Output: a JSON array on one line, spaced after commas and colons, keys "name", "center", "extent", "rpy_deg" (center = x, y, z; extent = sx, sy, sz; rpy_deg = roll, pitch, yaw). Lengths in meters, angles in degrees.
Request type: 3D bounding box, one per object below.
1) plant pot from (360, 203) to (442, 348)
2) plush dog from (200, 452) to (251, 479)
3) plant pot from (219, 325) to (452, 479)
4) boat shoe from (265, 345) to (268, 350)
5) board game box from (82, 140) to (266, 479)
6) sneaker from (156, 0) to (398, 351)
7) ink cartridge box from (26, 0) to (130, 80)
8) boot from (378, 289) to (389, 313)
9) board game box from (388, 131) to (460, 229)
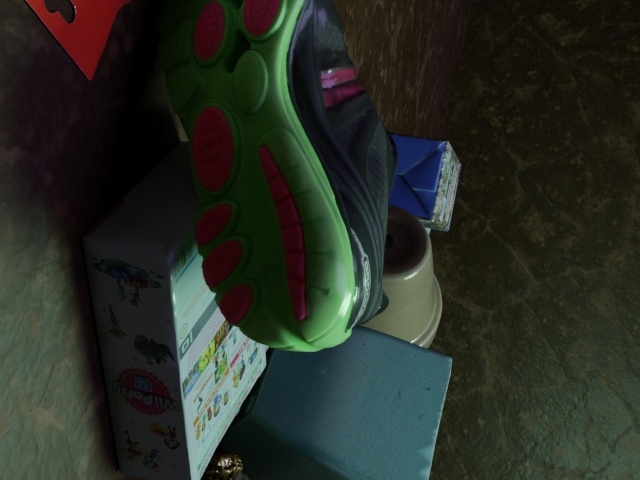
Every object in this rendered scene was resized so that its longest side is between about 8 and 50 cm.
[{"name": "plant pot", "center": [0.093, 0.060, 1.430], "extent": [0.229, 0.263, 0.263], "rpy_deg": [101, 7, -55]}, {"name": "plush dog", "center": [-0.085, 0.368, 1.070], "extent": [0.210, 0.226, 0.262], "rpy_deg": [-45, 156, -70]}, {"name": "plant pot", "center": [0.002, 0.257, 1.235], "extent": [0.247, 0.252, 0.247], "rpy_deg": [-46, -161, 52]}, {"name": "boat shoe", "center": [-0.113, 0.090, 1.117], "extent": [0.070, 0.078, 0.219], "rpy_deg": [-29, 143, -30]}, {"name": "board game box", "center": [-0.143, 0.078, 0.919], "extent": [0.224, 0.098, 0.303], "rpy_deg": [-59, 153, -54]}, {"name": "sneaker", "center": [-0.034, -0.127, 0.846], "extent": [0.202, 0.185, 0.482], "rpy_deg": [20, 63, -60]}, {"name": "ink cartridge box", "center": [-0.163, -0.272, 0.687], "extent": [0.189, 0.066, 0.232], "rpy_deg": [64, 33, -67]}, {"name": "boot", "center": [0.000, 0.000, 1.250], "extent": [0.229, 0.091, 0.263], "rpy_deg": [61, -1, 30]}, {"name": "board game box", "center": [0.125, -0.112, 1.582], "extent": [0.291, 0.232, 0.141], "rpy_deg": [11, 89, -76]}]
